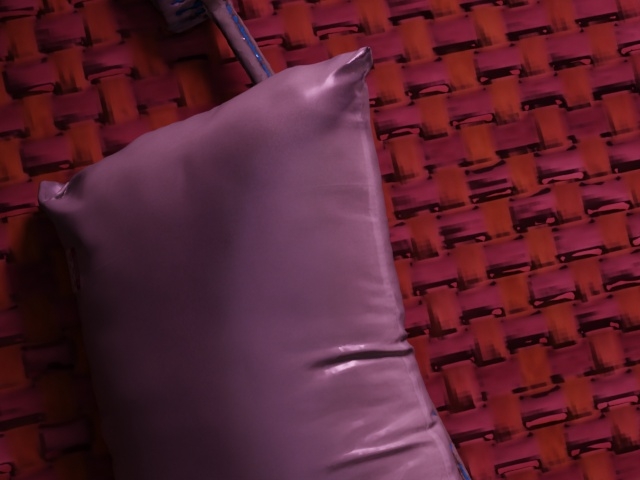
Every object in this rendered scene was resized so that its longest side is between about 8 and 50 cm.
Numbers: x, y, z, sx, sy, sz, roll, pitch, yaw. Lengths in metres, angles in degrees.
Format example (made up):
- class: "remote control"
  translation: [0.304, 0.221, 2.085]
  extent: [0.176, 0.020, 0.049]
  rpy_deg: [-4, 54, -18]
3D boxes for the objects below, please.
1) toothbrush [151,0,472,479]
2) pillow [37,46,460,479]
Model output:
- class: "toothbrush"
  translation: [0.005, -0.003, 0.686]
  extent: [0.028, 0.026, 0.294]
  rpy_deg: [-32, 89, 6]
- class: "pillow"
  translation: [-0.008, 0.070, 0.639]
  extent: [0.144, 0.078, 0.254]
  rpy_deg: [-19, 86, 11]
